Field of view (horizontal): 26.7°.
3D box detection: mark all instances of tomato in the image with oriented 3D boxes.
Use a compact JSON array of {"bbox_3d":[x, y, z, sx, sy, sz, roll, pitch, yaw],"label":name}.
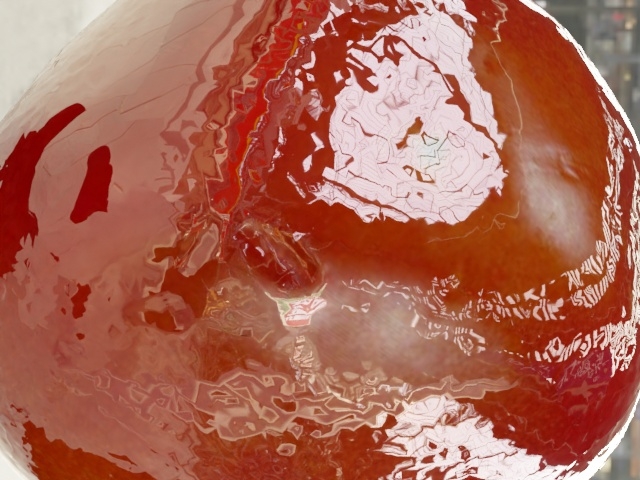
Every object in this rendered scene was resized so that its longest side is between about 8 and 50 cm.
[{"bbox_3d":[0.000,0.000,0.551,0.226,0.298,0.299,132,-37,-69],"label":"tomato"}]
